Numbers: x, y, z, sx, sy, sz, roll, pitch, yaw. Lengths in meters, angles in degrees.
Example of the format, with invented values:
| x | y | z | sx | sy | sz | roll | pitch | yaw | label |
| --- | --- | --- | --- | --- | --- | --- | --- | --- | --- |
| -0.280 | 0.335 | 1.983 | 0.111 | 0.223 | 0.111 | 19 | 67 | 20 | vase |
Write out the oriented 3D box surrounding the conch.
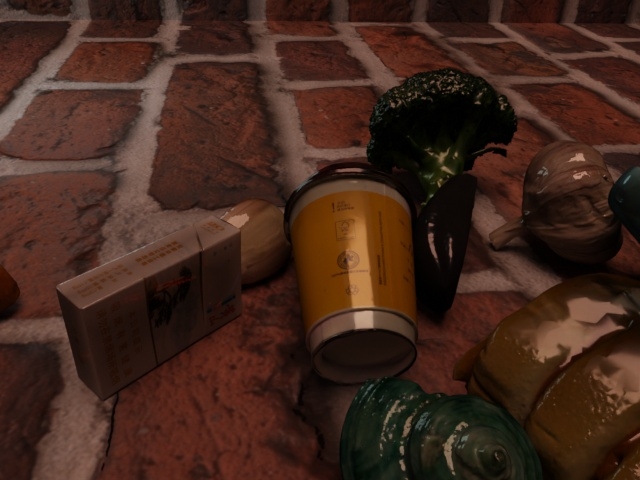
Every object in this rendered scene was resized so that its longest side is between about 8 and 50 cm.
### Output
| x | y | z | sx | sy | sz | roll | pitch | yaw | label |
| --- | --- | --- | --- | --- | --- | --- | --- | --- | --- |
| 0.109 | 0.215 | 0.548 | 0.196 | 0.202 | 0.134 | 50 | 38 | 6 | conch |

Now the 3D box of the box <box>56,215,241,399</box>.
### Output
| x | y | z | sx | sy | sz | roll | pitch | yaw | label |
| --- | --- | --- | --- | --- | --- | --- | --- | --- | --- |
| -0.207 | 0.079 | 0.761 | 0.067 | 0.149 | 0.233 | 30 | 42 | 31 | box |

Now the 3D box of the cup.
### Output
| x | y | z | sx | sy | sz | roll | pitch | yaw | label |
| --- | --- | --- | --- | --- | --- | --- | --- | --- | --- |
| 0.046 | 0.040 | 0.795 | 0.196 | 0.196 | 0.279 | 0 | 49 | -4 | cup |

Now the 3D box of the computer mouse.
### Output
| x | y | z | sx | sy | sz | roll | pitch | yaw | label |
| --- | --- | --- | --- | --- | --- | --- | --- | --- | --- |
| 0.183 | -0.003 | 0.919 | 0.086 | 0.137 | 0.269 | 16 | 41 | 10 | computer mouse |

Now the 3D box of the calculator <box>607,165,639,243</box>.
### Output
| x | y | z | sx | sy | sz | roll | pitch | yaw | label |
| --- | --- | --- | --- | --- | --- | --- | --- | --- | --- |
| 0.486 | 0.029 | 0.787 | 0.386 | 0.054 | 0.256 | 11 | 44 | -56 | calculator |

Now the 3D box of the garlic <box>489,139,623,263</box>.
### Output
| x | y | z | sx | sy | sz | roll | pitch | yaw | label |
| --- | --- | --- | --- | --- | --- | --- | --- | --- | --- |
| 0.386 | -0.049 | 0.993 | 0.212 | 0.218 | 0.218 | -21 | 29 | 17 | garlic |

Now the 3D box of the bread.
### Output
| x | y | z | sx | sy | sz | roll | pitch | yaw | label |
| --- | --- | --- | --- | --- | --- | --- | --- | --- | --- |
| 0.336 | 0.180 | 0.597 | 0.301 | 0.210 | 0.341 | -9 | 35 | -14 | bread |

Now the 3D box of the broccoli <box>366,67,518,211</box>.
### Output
| x | y | z | sx | sy | sz | roll | pitch | yaw | label |
| --- | --- | --- | --- | --- | --- | --- | --- | --- | --- |
| 0.236 | -0.181 | 1.133 | 0.298 | 0.297 | 0.297 | -4 | 72 | -11 | broccoli |

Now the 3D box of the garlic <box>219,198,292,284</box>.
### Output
| x | y | z | sx | sy | sz | roll | pitch | yaw | label |
| --- | --- | --- | --- | --- | --- | --- | --- | --- | --- |
| -0.124 | 0.001 | 0.921 | 0.207 | 0.115 | 0.128 | -29 | 51 | -36 | garlic |

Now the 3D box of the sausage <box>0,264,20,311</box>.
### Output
| x | y | z | sx | sy | sz | roll | pitch | yaw | label |
| --- | --- | --- | --- | --- | --- | --- | --- | --- | --- |
| -0.526 | 0.092 | 0.771 | 0.098 | 0.098 | 0.238 | 28 | 39 | 33 | sausage |
